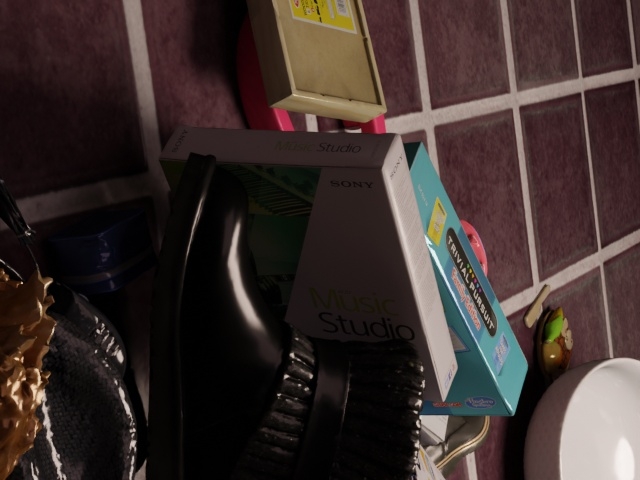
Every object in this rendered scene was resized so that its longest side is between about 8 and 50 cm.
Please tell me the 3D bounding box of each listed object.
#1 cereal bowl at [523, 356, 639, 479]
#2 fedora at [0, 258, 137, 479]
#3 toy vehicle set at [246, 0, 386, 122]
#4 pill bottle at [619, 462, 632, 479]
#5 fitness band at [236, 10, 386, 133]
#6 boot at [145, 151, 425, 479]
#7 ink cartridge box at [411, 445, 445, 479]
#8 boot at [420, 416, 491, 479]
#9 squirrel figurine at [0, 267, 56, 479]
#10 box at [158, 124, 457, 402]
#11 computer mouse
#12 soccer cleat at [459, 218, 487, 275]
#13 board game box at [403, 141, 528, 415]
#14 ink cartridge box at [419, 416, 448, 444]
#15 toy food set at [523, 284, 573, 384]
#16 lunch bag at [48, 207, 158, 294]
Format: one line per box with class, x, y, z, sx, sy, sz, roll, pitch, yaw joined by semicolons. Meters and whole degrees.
cereal bowl;0.432;0.353;2.148;0.339;0.141;0.339;9;76;-39
fedora;-0.245;0.167;1.088;0.334;0.152;0.334;9;79;-58
toy vehicle set;-0.016;-0.268;1.536;0.166;0.035;0.267;5;69;-50
pill bottle;0.491;0.371;2.314;0.108;0.108;0.193;28;63;-54
fitness band;-0.008;-0.154;1.610;0.209;0.054;0.291;-53;130;-43
boot;-0.027;0.092;1.295;0.131;0.260;0.348;-96;-170;-69
ink cartridge box;0.103;0.382;1.541;0.395;0.151;0.270;58;10;-39
boot;0.156;0.222;1.822;0.198;0.077;0.137;-41;116;-54
squirrel figurine;-0.329;0.117;0.744;0.370;0.397;0.281;-75;164;-63
box;-0.005;0.027;1.369;0.058;0.232;0.322;-63;147;-42
computer mouse;-0.231;0.028;1.201;0.041;0.071;0.242;-34;116;-20
soccer cleat;0.199;0.093;1.911;0.095;0.083;0.248;-66;145;-86
board game box;0.047;0.054;1.480;0.336;0.254;0.079;61;38;-35
ink cartridge box;0.094;0.151;1.667;0.072;0.127;0.175;43;52;-49
toy food set;0.386;0.176;2.227;0.132;0.038;0.192;-49;127;-49
lunch bag;-0.196;0.013;1.266;0.098;0.067;0.065;-34;116;-56
